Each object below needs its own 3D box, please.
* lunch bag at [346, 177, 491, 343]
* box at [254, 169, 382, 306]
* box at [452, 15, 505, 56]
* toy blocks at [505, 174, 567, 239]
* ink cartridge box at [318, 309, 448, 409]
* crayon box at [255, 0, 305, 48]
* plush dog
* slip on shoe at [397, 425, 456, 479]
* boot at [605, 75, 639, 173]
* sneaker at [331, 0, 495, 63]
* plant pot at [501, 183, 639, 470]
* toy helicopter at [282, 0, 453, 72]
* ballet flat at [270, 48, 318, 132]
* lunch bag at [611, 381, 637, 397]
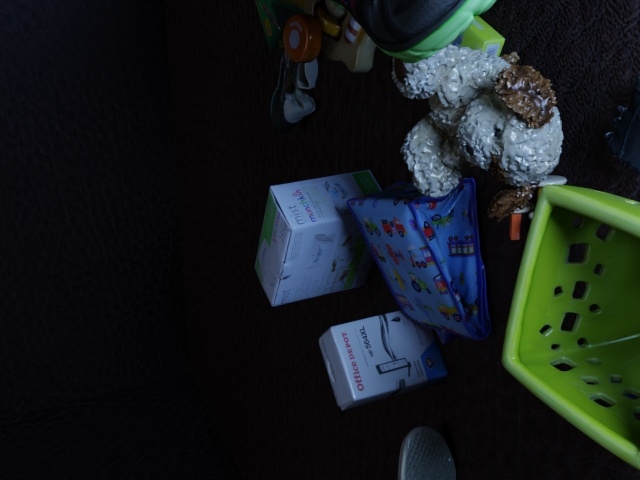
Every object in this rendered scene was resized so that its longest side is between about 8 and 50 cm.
[{"bbox_3d":[0.188,0.048,1.363,0.221,0.138,0.293,8,116,64],"label":"lunch bag"},{"bbox_3d":[0.000,0.000,1.630,0.262,0.231,0.126,105,146,-48],"label":"box"},{"bbox_3d":[0.213,-0.312,1.221,0.109,0.042,0.178,101,148,-42],"label":"box"},{"bbox_3d":[0.305,-0.022,1.118,0.123,0.054,0.148,-155,57,-62],"label":"toy blocks"},{"bbox_3d":[0.118,0.223,1.483,0.086,0.203,0.148,126,129,-61],"label":"ink cartridge box"},{"bbox_3d":[-0.055,-0.540,1.597,0.081,0.165,0.278,135,121,-64],"label":"crayon box"},{"bbox_3d":[0.235,-0.160,1.040,0.225,0.211,0.262,53,162,42],"label":"plush dog"},{"bbox_3d":[0.205,0.516,1.538,0.101,0.123,0.331,-147,45,-66],"label":"slip on shoe"},{"bbox_3d":[0.384,-0.122,0.893,0.121,0.045,0.099,-115,27,-47],"label":"boot"},{"bbox_3d":[0.064,-0.362,0.955,0.185,0.202,0.483,-51,35,4],"label":"sneaker"},{"bbox_3d":[0.356,0.075,0.811,0.227,0.207,0.228,-140,53,-57],"label":"plant pot"},{"bbox_3d":[0.089,-0.382,1.243,0.355,0.140,0.234,31,121,47],"label":"toy helicopter"},{"bbox_3d":[-0.057,-0.353,1.792,0.096,0.095,0.280,45,141,35],"label":"ballet flat"},{"bbox_3d":[0.386,0.151,0.985,0.098,0.067,0.065,-134,39,-53],"label":"lunch bag"}]
